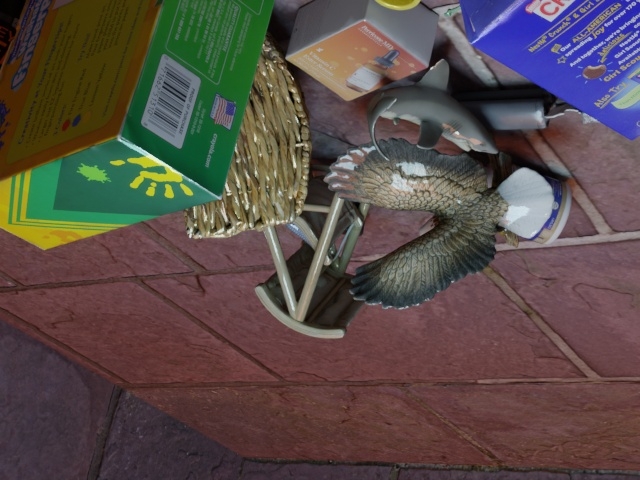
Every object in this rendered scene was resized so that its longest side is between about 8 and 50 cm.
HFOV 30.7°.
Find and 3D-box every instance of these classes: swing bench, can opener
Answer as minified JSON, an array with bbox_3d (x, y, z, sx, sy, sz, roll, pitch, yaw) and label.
[{"bbox_3d":[0.000,0.000,1.960,0.165,0.253,0.255,6,109,16],"label":"swing bench"},{"bbox_3d":[0.313,-0.217,1.711,0.283,0.076,0.095,1,120,26],"label":"can opener"}]

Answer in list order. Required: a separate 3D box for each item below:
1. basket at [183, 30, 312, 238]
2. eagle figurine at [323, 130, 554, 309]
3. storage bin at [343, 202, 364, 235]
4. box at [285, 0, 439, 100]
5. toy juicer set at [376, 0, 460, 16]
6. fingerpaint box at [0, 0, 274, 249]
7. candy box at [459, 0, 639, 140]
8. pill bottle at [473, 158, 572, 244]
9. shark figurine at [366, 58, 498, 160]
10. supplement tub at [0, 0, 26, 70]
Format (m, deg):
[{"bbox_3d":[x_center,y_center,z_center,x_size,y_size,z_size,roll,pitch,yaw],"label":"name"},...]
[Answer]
[{"bbox_3d":[-0.124,-0.172,1.757,0.213,0.299,0.223,-12,-170,-1],"label":"basket"},{"bbox_3d":[0.181,-0.034,1.771,0.298,0.226,0.225,-8,131,-30],"label":"eagle figurine"},{"bbox_3d":[0.024,-0.045,2.172,0.135,0.098,0.091,6,164,16],"label":"storage bin"},{"bbox_3d":[0.058,-0.286,1.642,0.130,0.091,0.170,30,151,-31],"label":"box"},{"bbox_3d":[0.186,-0.369,1.405,0.209,0.090,0.329,15,155,-2],"label":"toy juicer set"},{"bbox_3d":[-0.242,-0.239,1.472,0.371,0.445,0.163,-13,145,43],"label":"fingerpaint box"},{"bbox_3d":[0.355,-0.281,1.329,0.317,0.122,0.268,21,134,-38],"label":"candy box"},{"bbox_3d":[0.311,-0.071,1.938,0.186,0.112,0.112,18,155,-9],"label":"pill bottle"},{"bbox_3d":[0.138,-0.203,1.644,0.278,0.166,0.116,0,132,-48],"label":"shark figurine"},{"bbox_3d":[-0.504,-0.248,1.709,0.207,0.338,0.207,11,154,5],"label":"supplement tub"}]
